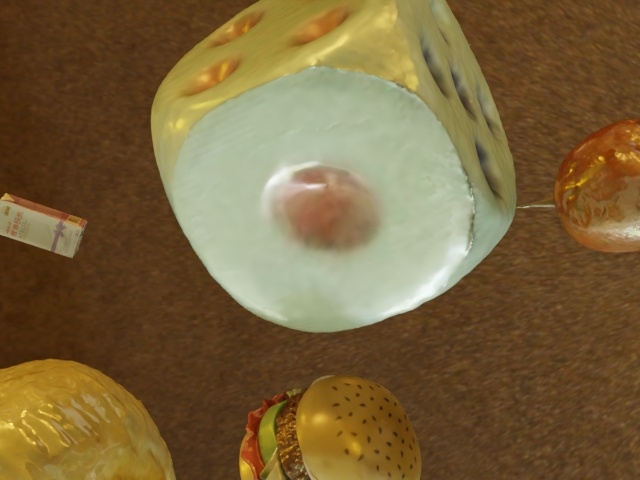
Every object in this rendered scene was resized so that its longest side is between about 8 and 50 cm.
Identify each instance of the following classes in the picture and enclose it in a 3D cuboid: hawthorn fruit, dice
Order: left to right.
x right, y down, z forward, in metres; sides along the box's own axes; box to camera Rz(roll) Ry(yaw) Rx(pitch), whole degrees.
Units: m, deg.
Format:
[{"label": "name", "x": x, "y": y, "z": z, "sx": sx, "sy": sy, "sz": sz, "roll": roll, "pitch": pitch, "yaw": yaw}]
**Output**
[{"label": "dice", "x": 0.017, "y": -0.093, "z": 1.118, "sx": 0.268, "sy": 0.262, "sz": 0.264, "roll": -23, "pitch": 116, "yaw": 21}, {"label": "hawthorn fruit", "x": 0.325, "y": -0.055, "z": 1.306, "sx": 0.189, "sy": 0.149, "sz": 0.149, "roll": -16, "pitch": 83, "yaw": 57}]

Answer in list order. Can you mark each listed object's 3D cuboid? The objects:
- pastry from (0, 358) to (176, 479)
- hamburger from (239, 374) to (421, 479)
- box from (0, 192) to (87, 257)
[{"label": "pastry", "x": -0.380, "y": 0.341, "z": 1.505, "sx": 0.313, "sy": 0.388, "sz": 0.388, "roll": 19, "pitch": 98, "yaw": 28}, {"label": "hamburger", "x": 0.016, "y": 0.203, "z": 1.115, "sx": 0.137, "sy": 0.175, "sz": 0.175, "roll": -43, "pitch": 74, "yaw": 35}, {"label": "box", "x": -0.377, "y": -0.020, "z": 1.573, "sx": 0.117, "sy": 0.036, "sz": 0.050, "roll": 17, "pitch": 106, "yaw": -7}]
